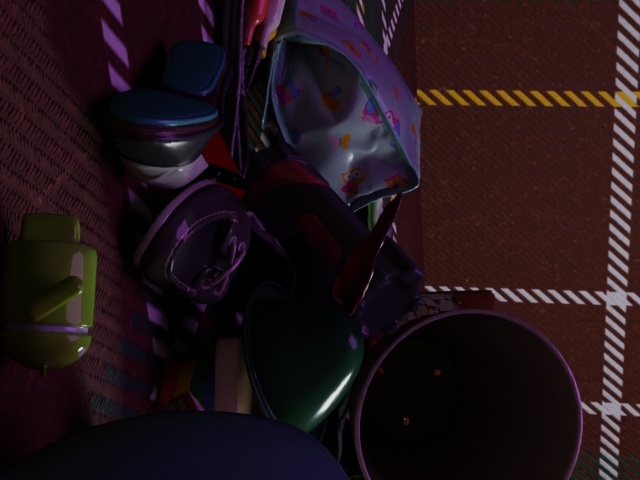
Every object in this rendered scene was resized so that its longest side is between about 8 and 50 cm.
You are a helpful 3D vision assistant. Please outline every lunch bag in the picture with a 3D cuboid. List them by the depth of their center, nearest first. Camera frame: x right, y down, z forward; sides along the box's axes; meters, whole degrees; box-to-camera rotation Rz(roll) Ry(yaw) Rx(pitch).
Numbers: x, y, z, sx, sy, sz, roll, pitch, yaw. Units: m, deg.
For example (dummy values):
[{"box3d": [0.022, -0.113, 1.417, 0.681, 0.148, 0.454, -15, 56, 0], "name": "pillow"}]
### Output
[{"box3d": [0.013, -0.191, 1.808, 0.262, 0.160, 0.223, 57, 18, -24], "name": "lunch bag"}]

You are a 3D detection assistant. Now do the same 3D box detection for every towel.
[{"box3d": [0.081, 0.001, 1.966, 0.152, 0.023, 0.113, 73, 16, -66], "name": "towel"}]

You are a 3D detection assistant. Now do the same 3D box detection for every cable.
[{"box3d": [-0.080, -0.187, 1.601, 0.139, 0.072, 0.287, 59, 33, -79], "name": "cable"}]

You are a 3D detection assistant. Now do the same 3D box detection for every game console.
[{"box3d": [-0.133, -0.067, 1.501, 0.124, 0.085, 0.144, -58, 170, 4], "name": "game console"}]

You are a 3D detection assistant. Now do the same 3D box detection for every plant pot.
[{"box3d": [-0.133, 0.236, 0.927, 0.195, 0.290, 0.290, 23, 64, -41], "name": "plant pot"}, {"box3d": [0.137, 0.192, 1.681, 0.274, 0.257, 0.256, -160, -109, -79], "name": "plant pot"}]

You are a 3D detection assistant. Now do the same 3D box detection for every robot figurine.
[{"box3d": [-0.193, 0.039, 1.016, 0.101, 0.067, 0.115, 152, -59, -79], "name": "robot figurine"}]

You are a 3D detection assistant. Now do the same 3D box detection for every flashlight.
[{"box3d": [0.000, 0.000, 1.592, 0.304, 0.103, 0.103, -128, -151, -48], "name": "flashlight"}]

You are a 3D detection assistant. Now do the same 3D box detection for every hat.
[{"box3d": [0.039, 0.099, 1.406, 0.208, 0.184, 0.173, 49, 33, -48], "name": "hat"}]

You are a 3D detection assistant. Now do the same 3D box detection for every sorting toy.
[{"box3d": [-0.101, 0.223, 1.503, 0.257, 0.089, 0.255, 9, 82, -80], "name": "sorting toy"}]

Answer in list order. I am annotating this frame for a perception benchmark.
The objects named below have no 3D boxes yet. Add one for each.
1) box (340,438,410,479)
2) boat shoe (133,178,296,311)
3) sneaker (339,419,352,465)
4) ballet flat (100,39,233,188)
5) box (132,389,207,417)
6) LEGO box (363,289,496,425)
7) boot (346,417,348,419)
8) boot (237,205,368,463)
[{"box3d": [-0.008, 0.449, 1.678, 0.395, 0.097, 0.318, -59, 168, -68], "name": "box"}, {"box3d": [-0.090, 0.015, 1.426, 0.112, 0.095, 0.335, -57, 170, 2], "name": "boat shoe"}, {"box3d": [0.008, 0.357, 2.162, 0.281, 0.107, 0.162, -91, 175, -73], "name": "sneaker"}, {"box3d": [-0.130, -0.103, 1.298, 0.280, 0.095, 0.096, -64, 166, -67], "name": "ballet flat"}, {"box3d": [-0.092, 0.268, 1.160, 0.256, 0.123, 0.128, 61, -2, 22], "name": "box"}, {"box3d": [0.164, 0.338, 2.211, 0.500, 0.193, 0.372, 89, -1, -66], "name": "LEGO box"}, {"box3d": [-0.004, 0.278, 2.086, 0.059, 0.085, 0.157, -13, 106, -81], "name": "boot"}, {"box3d": [0.003, 0.038, 1.879, 0.367, 0.146, 0.445, 95, 8, -50], "name": "boot"}]
